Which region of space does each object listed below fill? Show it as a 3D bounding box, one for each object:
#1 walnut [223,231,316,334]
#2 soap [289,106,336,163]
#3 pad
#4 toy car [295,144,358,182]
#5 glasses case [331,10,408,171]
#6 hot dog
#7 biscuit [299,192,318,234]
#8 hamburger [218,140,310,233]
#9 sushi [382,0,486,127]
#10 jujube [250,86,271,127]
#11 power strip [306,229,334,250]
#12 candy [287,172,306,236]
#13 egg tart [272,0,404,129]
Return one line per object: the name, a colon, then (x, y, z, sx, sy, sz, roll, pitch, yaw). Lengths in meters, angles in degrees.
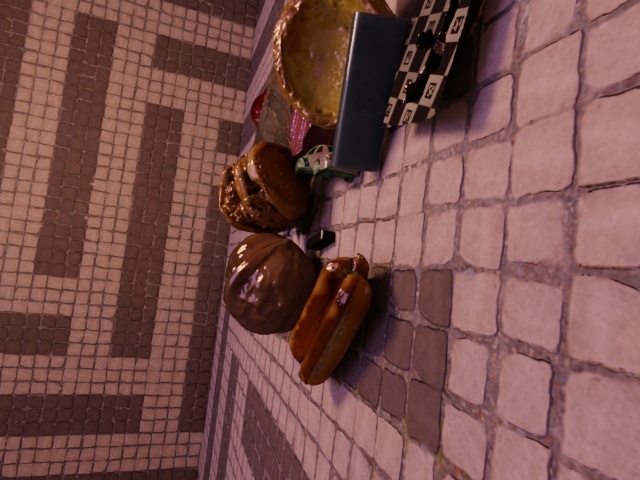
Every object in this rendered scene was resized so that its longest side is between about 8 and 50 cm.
walnut: (-0.135, 0.110, 1.073, 0.273, 0.227, 0.273, -166, 90, -70)
soap: (-0.003, -0.326, 1.039, 0.182, 0.112, 0.289, -120, 42, -61)
pad: (-0.129, -0.406, 1.394, 0.247, 0.007, 0.367, 45, 132, 26)
toy car: (0.012, -0.184, 0.966, 0.224, 0.090, 0.076, -154, 73, -66)
glasses case: (0.077, -0.262, 0.743, 0.056, 0.105, 0.265, -41, -36, -57)
hot dog: (0.026, 0.158, 0.796, 0.135, 0.100, 0.337, -113, 34, -42)
biscuit: (-0.035, -0.076, 1.173, 0.147, 0.018, 0.071, 117, 156, -45)
hamburger: (-0.149, -0.130, 1.108, 0.211, 0.245, 0.260, -31, 12, 32)
sushi: (0.183, -0.302, 0.607, 0.192, 0.043, 0.279, -149, 74, -72)
jujube: (-0.169, -0.497, 1.521, 0.230, 0.155, 0.155, 159, 118, -63)
power strip: (0.000, 0.000, 1.017, 0.111, 0.038, 0.029, 148, 128, -64)
candy: (-0.083, -0.160, 1.277, 0.145, 0.070, 0.275, -115, 33, -69)
egg tart: (0.039, -0.372, 0.824, 0.123, 0.294, 0.293, -33, -34, -57)
